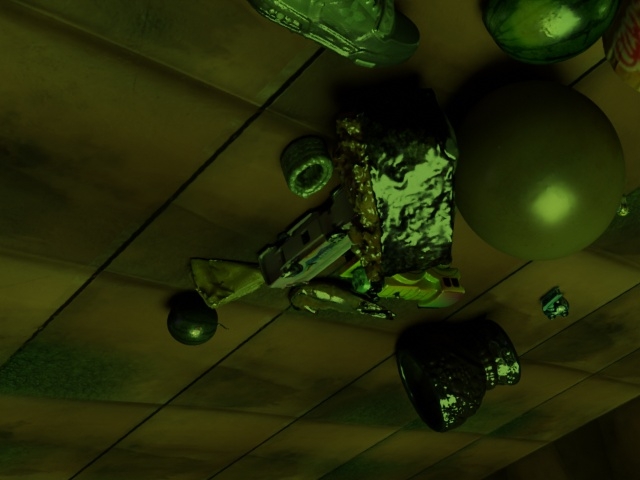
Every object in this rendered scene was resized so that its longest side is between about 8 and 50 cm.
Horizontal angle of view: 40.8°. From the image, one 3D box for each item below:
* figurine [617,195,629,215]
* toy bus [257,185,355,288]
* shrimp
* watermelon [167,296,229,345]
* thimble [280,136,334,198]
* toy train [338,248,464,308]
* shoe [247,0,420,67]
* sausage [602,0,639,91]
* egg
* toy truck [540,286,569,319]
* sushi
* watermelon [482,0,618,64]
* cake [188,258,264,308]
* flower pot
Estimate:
[{"bbox_3d":[0.681,-0.080,1.986,0.083,0.050,0.047,6,147,-33],"label":"figurine"},{"bbox_3d":[0.000,0.000,1.723,0.274,0.090,0.112,-38,149,31],"label":"toy bus"},{"bbox_3d":[0.048,0.143,1.998,0.262,0.066,0.117,21,148,-27],"label":"shrimp"},{"bbox_3d":[-0.260,0.174,1.838,0.133,0.105,0.105,12,141,-12],"label":"watermelon"},{"bbox_3d":[-0.024,-0.129,1.532,0.084,0.062,0.110,-8,147,-19],"label":"thimble"},{"bbox_3d":[0.172,0.064,1.847,0.296,0.160,0.100,6,147,-34],"label":"toy train"},{"bbox_3d":[0.050,-0.341,1.189,0.293,0.109,0.149,11,144,-32],"label":"shoe"},{"bbox_3d":[0.577,-0.383,1.290,0.233,0.233,0.287,-9,148,-14],"label":"sausage"},{"bbox_3d":[0.386,-0.115,1.534,0.301,0.301,0.374,-27,140,14],"label":"egg"},{"bbox_3d":[0.641,0.168,2.355,0.073,0.056,0.090,-16,137,7],"label":"toy truck"},{"bbox_3d":[0.128,-0.102,1.504,0.207,0.234,0.348,-11,125,-5],"label":"sushi"},{"bbox_3d":[0.374,-0.357,1.323,0.232,0.127,0.204,-23,142,0],"label":"watermelon"},{"bbox_3d":[-0.200,0.074,1.787,0.185,0.116,0.080,-34,170,-43],"label":"cake"},{"bbox_3d":[0.378,0.348,2.323,0.267,0.266,0.266,-23,150,-15],"label":"flower pot"}]
